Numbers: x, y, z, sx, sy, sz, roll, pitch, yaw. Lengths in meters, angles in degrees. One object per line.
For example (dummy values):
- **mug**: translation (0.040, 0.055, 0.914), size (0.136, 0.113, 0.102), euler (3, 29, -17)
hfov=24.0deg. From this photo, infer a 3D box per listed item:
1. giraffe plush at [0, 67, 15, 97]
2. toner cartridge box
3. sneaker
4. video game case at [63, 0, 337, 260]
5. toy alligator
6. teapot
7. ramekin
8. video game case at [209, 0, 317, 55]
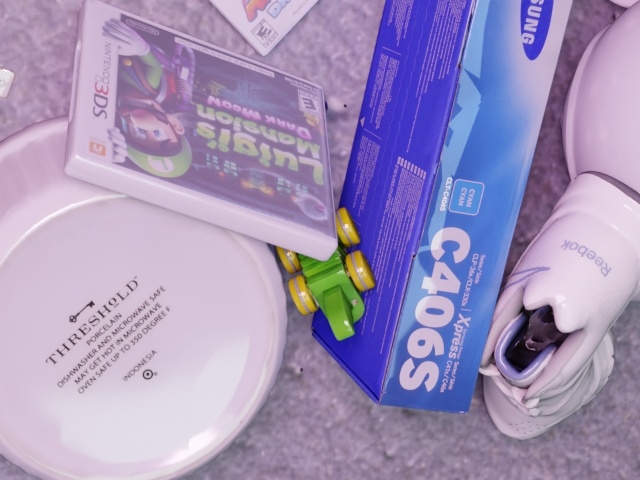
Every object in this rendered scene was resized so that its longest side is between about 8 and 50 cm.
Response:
- **giraffe plush**: translation (-0.290, -0.105, 0.951), size (0.210, 0.170, 0.181), euler (1, 104, -18)
- **toner cartridge box**: translation (0.085, -0.067, 1.086), size (0.075, 0.165, 0.348), euler (8, 103, -21)
- **sneaker**: translation (0.158, 0.071, 1.111), size (0.129, 0.111, 0.297), euler (-45, 160, -29)
- **video game case**: translation (-0.079, -0.078, 1.034), size (0.190, 0.173, 0.022), euler (19, 130, -22)
- **toy alligator**: translation (0.000, 0.000, 1.093), size (0.056, 0.190, 0.051), euler (-24, 144, 8)
- **teapot**: translation (0.268, -0.092, 1.135), size (0.256, 0.187, 0.252), euler (-58, 136, -24)
- **ramekin**: translation (-0.146, 0.054, 1.064), size (0.272, 0.127, 0.273), euler (-5, 107, -17)
- **video game case**: translation (-0.030, -0.231, 1.061), size (0.157, 0.019, 0.143), euler (-47, 130, -1)
